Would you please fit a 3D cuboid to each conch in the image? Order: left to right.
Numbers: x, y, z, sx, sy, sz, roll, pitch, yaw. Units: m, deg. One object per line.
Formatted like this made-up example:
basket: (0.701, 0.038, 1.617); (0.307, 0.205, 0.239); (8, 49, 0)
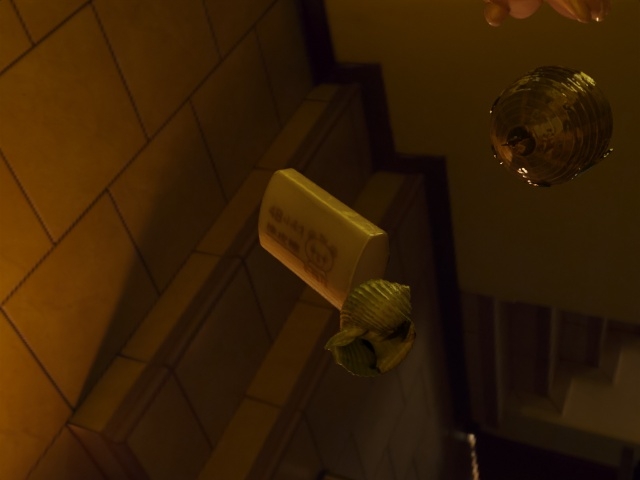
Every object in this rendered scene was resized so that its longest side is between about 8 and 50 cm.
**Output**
conch: (0.090, 0.134, 1.202); (0.153, 0.135, 0.102); (-50, 167, 25)

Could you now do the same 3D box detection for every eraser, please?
eraser: (0.000, 0.000, 1.412); (0.094, 0.270, 0.174); (-14, 129, -39)

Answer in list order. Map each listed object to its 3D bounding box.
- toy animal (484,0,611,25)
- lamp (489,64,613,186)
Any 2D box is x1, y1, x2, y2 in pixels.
toy animal: (0.456, -0.570, 1.645); (0.345, 0.246, 0.277); (60, 23, 7)
lamp: (0.456, -0.224, 1.544); (0.284, 0.250, 0.250); (-27, 124, -43)
